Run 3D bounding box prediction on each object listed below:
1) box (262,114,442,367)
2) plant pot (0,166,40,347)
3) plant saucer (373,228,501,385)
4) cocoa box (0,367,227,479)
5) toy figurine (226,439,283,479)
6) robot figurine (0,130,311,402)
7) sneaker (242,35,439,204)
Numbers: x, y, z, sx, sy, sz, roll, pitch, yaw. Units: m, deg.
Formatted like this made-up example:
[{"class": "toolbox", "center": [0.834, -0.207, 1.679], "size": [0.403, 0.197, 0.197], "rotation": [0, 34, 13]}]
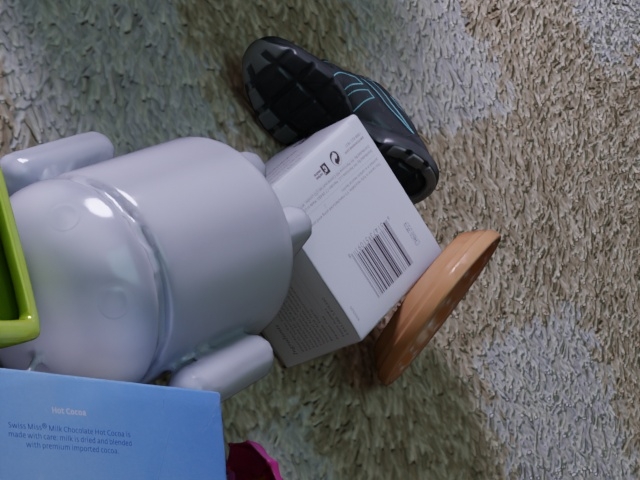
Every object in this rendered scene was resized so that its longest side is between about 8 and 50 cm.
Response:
[{"class": "box", "center": [0.000, 0.000, 1.866], "size": [0.182, 0.119, 0.181], "rotation": [57, 43, -10]}, {"class": "plant pot", "center": [-0.368, -0.004, 1.396], "size": [0.228, 0.207, 0.227], "rotation": [23, 51, -79]}, {"class": "plant saucer", "center": [0.117, 0.064, 1.919], "size": [0.037, 0.200, 0.200], "rotation": [37, 43, 9]}, {"class": "cocoa box", "center": [-0.266, 0.232, 1.413], "size": [0.347, 0.231, 0.228], "rotation": [11, 66, -42]}, {"class": "toy figurine", "center": [-0.100, 0.248, 1.692], "size": [0.173, 0.130, 0.159], "rotation": [26, 38, -7]}, {"class": "robot figurine", "center": [-0.165, 0.025, 1.627], "size": [0.300, 0.200, 0.353], "rotation": [48, 39, 19]}, {"class": "sneaker", "center": [0.016, -0.139, 1.981], "size": [0.267, 0.101, 0.106], "rotation": [38, 29, -29]}]
